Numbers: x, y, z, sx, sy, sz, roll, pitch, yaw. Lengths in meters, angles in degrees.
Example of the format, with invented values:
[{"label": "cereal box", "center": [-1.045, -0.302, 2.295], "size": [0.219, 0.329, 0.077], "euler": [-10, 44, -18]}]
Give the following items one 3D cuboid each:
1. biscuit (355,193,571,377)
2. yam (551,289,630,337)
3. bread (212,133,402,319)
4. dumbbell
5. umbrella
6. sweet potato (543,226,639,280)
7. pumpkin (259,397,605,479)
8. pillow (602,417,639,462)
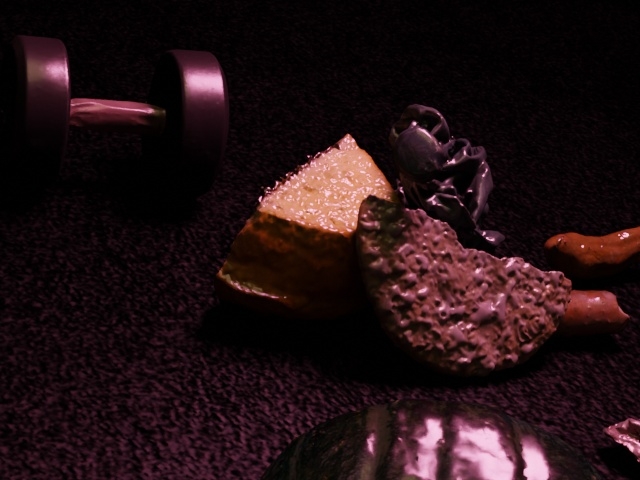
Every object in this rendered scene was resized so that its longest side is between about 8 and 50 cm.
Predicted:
[{"label": "biscuit", "center": [0.127, 0.058, 1.517], "size": [0.250, 0.133, 0.032], "euler": [23, -17, -28]}, {"label": "yam", "center": [0.194, 0.070, 1.606], "size": [0.241, 0.056, 0.057], "euler": [3, 29, -21]}, {"label": "bread", "center": [0.010, 0.002, 1.569], "size": [0.134, 0.129, 0.260], "euler": [28, 29, 9]}, {"label": "dumbbell", "center": [-0.216, -0.125, 1.673], "size": [0.218, 0.152, 0.152], "euler": [3, 29, -21]}, {"label": "umbrella", "center": [0.120, -0.061, 1.619], "size": [0.143, 0.094, 0.349], "euler": [41, -1, 13]}, {"label": "sweet potato", "center": [0.307, 0.014, 1.769], "size": [0.182, 0.054, 0.053], "euler": [-7, 0, -32]}, {"label": "pumpkin", "center": [0.084, 0.223, 1.105], "size": [0.293, 0.196, 0.263], "euler": [13, 29, 4]}, {"label": "pillow", "center": [0.364, 0.220, 1.408], "size": [0.135, 0.049, 0.248], "euler": [1, 32, -33]}]
